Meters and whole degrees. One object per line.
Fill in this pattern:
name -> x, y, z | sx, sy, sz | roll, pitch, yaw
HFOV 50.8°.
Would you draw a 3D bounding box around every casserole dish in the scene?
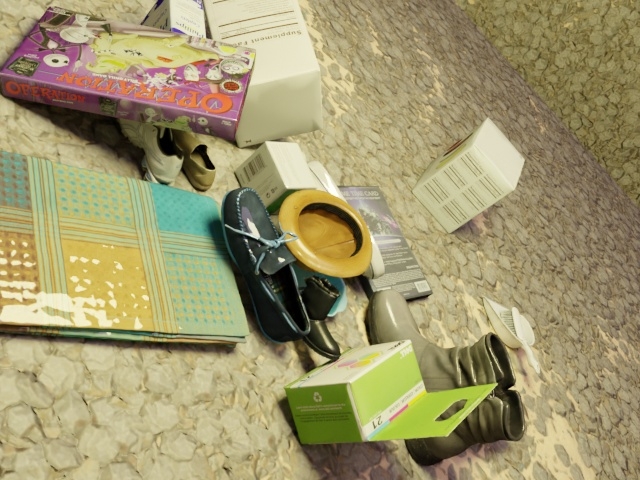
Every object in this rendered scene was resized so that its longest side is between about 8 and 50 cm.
casserole dish -> -0.032, 0.064, 1.194 | 0.188, 0.037, 0.114 | 42, 37, -11

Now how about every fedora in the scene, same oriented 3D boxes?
fedora -> 0.000, 0.000, 1.183 | 0.194, 0.079, 0.194 | 20, 49, -25

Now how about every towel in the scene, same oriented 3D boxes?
towel -> -0.284, 0.019, 0.962 | 0.370, 0.040, 0.271 | 10, 53, -41

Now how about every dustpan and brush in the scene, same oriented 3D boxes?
dustpan and brush -> 0.460, 0.223, 1.566 | 0.147, 0.060, 0.211 | 25, 43, -31

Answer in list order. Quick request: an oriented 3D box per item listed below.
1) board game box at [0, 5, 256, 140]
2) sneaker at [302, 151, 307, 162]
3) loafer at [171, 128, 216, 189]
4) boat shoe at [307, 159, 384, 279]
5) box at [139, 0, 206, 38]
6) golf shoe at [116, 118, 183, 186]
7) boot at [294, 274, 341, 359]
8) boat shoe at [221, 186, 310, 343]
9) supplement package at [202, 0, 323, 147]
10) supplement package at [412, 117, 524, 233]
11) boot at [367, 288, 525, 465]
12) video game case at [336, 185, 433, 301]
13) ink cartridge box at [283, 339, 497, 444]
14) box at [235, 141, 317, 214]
board game box -> -0.286, -0.267, 1.058 | 0.346, 0.056, 0.208 | 10, 50, -5
sneaker -> -0.057, -0.165, 1.364 | 0.083, 0.032, 0.037 | 6, 55, -44
loafer -> -0.223, -0.158, 1.163 | 0.148, 0.050, 0.056 | 54, 36, 3
boat shoe -> 0.021, -0.030, 1.286 | 0.088, 0.096, 0.268 | -29, 80, -17
box -> -0.273, -0.363, 1.219 | 0.072, 0.126, 0.137 | 19, 47, -39
golf shoe -> -0.270, -0.175, 1.099 | 0.069, 0.086, 0.176 | -14, 69, -49
boot -> 0.004, 0.122, 1.097 | 0.121, 0.099, 0.045 | 38, 20, 35
boat shoe -> -0.071, 0.034, 1.064 | 0.109, 0.089, 0.258 | -35, 108, -43
supplement package -> -0.114, -0.358, 1.291 | 0.175, 0.177, 0.293 | -13, 63, -5
supplement package -> 0.369, -0.162, 1.675 | 0.149, 0.203, 0.194 | 47, 36, -7
boot -> 0.224, 0.205, 1.184 | 0.118, 0.222, 0.338 | 3, 59, -45
video game case -> 0.117, 0.005, 1.414 | 0.196, 0.026, 0.274 | -5, 63, -49
ink cartridge box -> 0.106, 0.220, 1.012 | 0.188, 0.255, 0.097 | -19, 92, -52
box -> -0.081, -0.113, 1.234 | 0.087, 0.101, 0.102 | -7, 67, -50
